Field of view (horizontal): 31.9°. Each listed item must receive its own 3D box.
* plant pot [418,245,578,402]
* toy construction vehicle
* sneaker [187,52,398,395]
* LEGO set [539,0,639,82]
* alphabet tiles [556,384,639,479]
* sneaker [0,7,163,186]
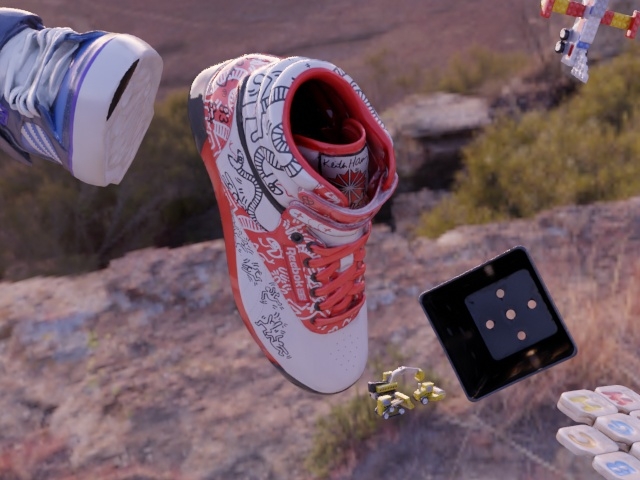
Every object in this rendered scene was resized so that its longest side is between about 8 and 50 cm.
[{"bbox_3d":[0.295,0.127,1.795,0.187,0.188,0.167,-28,-7,17],"label":"plant pot"},{"bbox_3d":[0.105,0.193,1.451,0.098,0.035,0.086,-12,13,-21],"label":"toy construction vehicle"},{"bbox_3d":[-0.001,0.000,0.781,0.090,0.270,0.145,-27,18,-28],"label":"sneaker"},{"bbox_3d":[0.289,-0.281,1.105,0.182,0.244,0.060,-35,31,0],"label":"LEGO set"},{"bbox_3d":[0.423,0.254,1.331,0.278,0.021,0.284,0,25,-40],"label":"alphabet tiles"},{"bbox_3d":[-0.278,-0.154,1.042,0.236,0.130,0.323,27,-8,-5],"label":"sneaker"}]
